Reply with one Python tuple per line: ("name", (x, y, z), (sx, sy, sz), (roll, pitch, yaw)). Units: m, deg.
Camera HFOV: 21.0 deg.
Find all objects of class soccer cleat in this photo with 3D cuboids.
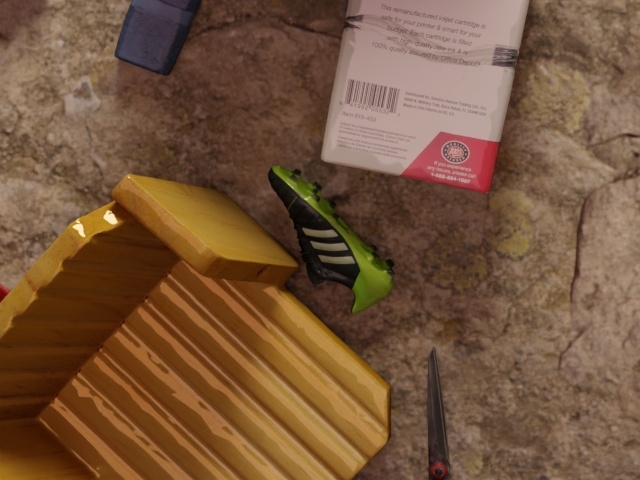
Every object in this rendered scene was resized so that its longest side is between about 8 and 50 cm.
("soccer cleat", (0.000, 0.000, 1.778), (0.072, 0.060, 0.179), (-42, 97, 14))

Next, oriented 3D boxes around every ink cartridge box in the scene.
("ink cartridge box", (0.108, -0.183, 1.705), (0.172, 0.100, 0.237), (11, 104, 4))

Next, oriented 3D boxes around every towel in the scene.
("towel", (-0.162, -0.232, 1.764), (0.067, 0.029, 0.119), (24, 103, 2))

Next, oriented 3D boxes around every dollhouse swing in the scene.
("dollhouse swing", (-0.148, 0.172, 1.726), (0.347, 0.315, 0.305), (-46, 73, 13))

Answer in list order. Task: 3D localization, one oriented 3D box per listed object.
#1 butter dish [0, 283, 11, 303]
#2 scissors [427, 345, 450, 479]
("butter dish", (-0.417, 0.100, 1.817), (0.160, 0.118, 0.160), (34, 104, 0))
("scissors", (0.136, 0.262, 1.839), (0.109, 0.021, 0.297), (13, 102, 7))
